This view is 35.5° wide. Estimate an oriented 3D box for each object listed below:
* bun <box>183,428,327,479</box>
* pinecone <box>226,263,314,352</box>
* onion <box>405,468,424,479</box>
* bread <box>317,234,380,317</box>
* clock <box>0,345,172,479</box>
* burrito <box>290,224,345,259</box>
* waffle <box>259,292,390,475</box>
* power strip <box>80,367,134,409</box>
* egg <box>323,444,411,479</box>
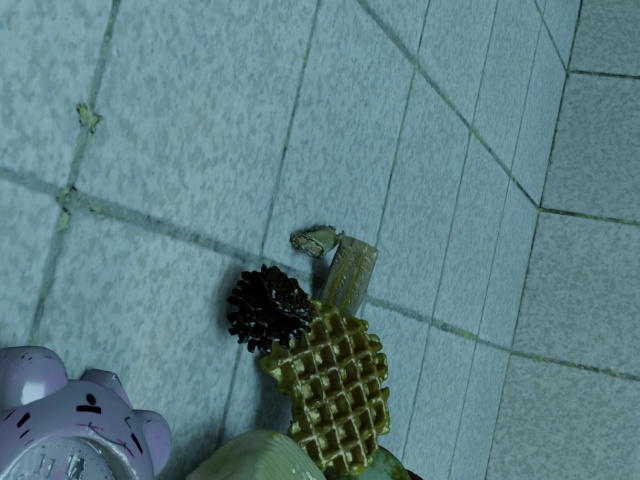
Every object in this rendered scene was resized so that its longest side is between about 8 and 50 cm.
[{"bbox_3d":[-0.080,0.452,1.444,0.361,0.213,0.361,52,16,-22],"label":"bun"},{"bbox_3d":[-0.080,0.106,1.493,0.120,0.140,0.140,-50,161,13],"label":"pinecone"},{"bbox_3d":[0.124,0.594,2.049,0.221,0.281,0.280,20,77,-22],"label":"onion"},{"bbox_3d":[0.044,0.075,1.754,0.152,0.077,0.105,104,7,-62],"label":"bread"},{"bbox_3d":[-0.286,0.293,1.024,0.295,0.113,0.322,43,52,-42],"label":"clock"},{"bbox_3d":[0.000,0.000,1.720,0.041,0.055,0.149,-55,166,21],"label":"burrito"},{"bbox_3d":[0.015,0.245,1.679,0.282,0.058,0.300,13,68,-39],"label":"waffle"},{"bbox_3d":[-0.301,0.274,1.155,0.109,0.038,0.279,77,32,-42],"label":"power strip"},{"bbox_3d":[0.042,0.495,1.785,0.289,0.238,0.238,-65,157,6],"label":"egg"}]
